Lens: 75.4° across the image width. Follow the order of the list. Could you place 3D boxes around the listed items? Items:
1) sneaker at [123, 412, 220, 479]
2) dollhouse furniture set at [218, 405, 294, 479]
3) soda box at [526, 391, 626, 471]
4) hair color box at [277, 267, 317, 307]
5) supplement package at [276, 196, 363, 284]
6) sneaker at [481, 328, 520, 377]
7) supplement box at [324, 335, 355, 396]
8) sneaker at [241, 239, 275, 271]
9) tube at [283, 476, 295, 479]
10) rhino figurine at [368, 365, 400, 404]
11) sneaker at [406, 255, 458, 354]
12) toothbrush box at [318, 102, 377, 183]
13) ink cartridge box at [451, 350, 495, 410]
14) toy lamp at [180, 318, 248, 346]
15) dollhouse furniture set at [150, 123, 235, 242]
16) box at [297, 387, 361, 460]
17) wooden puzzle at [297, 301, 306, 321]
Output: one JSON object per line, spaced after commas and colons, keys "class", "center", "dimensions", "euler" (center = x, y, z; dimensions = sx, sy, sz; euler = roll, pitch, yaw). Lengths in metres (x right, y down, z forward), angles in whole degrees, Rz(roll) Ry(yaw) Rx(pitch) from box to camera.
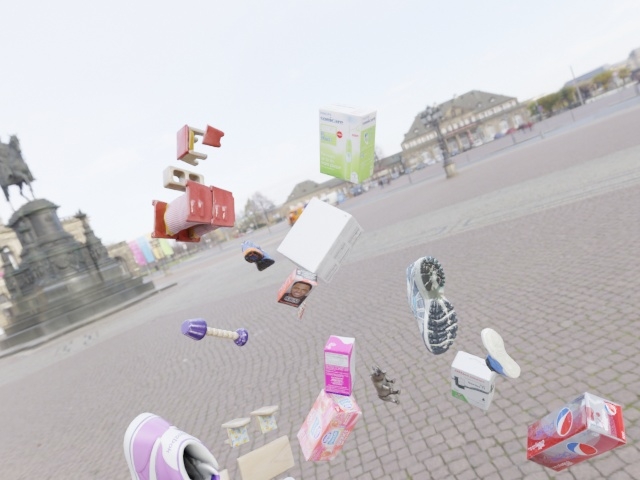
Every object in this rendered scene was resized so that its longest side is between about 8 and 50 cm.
{"class": "sneaker", "center": [-0.251, 0.453, 0.752], "dimensions": [0.161, 0.282, 0.102], "euler": [8, 32, 23]}
{"class": "dollhouse furniture set", "center": [-0.247, 0.833, 1.472], "dimensions": [0.394, 0.362, 0.256], "euler": [-7, -15, -40]}
{"class": "soda box", "center": [0.598, 0.465, 0.989], "dimensions": [0.263, 0.084, 0.092], "euler": [101, -168, -49]}
{"class": "hair color box", "center": [-0.070, 0.143, 1.230], "dimensions": [0.072, 0.043, 0.141], "euler": [18, -44, -18]}
{"class": "supplement package", "center": [0.000, 0.000, 1.620], "dimensions": [0.204, 0.145, 0.261], "euler": [29, 81, 34]}
{"class": "sneaker", "center": [0.482, 0.314, 1.156], "dimensions": [0.058, 0.152, 0.084], "euler": [-37, 0, -19]}
{"class": "supplement box", "center": [0.084, 0.531, 1.757], "dimensions": [0.114, 0.219, 0.111], "euler": [5, 19, 16]}
{"class": "sneaker", "center": [-0.255, 0.057, 1.701], "dimensions": [0.083, 0.087, 0.221], "euler": [-30, -28, 2]}
{"class": "tube", "center": [-0.070, 0.857, 1.356], "dimensions": [0.052, 0.207, 0.080], "euler": [-22, 29, 0]}
{"class": "rhino figurine", "center": [0.277, 0.633, 1.833], "dimensions": [0.106, 0.243, 0.073], "euler": [0, 39, 34]}
{"class": "sneaker", "center": [0.321, 0.194, 1.233], "dimensions": [0.110, 0.282, 0.122], "euler": [-1, -12, -22]}
{"class": "toothbrush box", "center": [0.109, -0.403, 1.707], "dimensions": [0.206, 0.283, 0.122], "euler": [22, 38, 31]}
{"class": "ink cartridge box", "center": [0.611, 0.561, 1.658], "dimensions": [0.153, 0.208, 0.087], "euler": [15, 44, 34]}
{"class": "toy lamp", "center": [-0.380, 0.332, 1.498], "dimensions": [0.080, 0.080, 0.275], "euler": [-19, -26, 28]}
{"class": "dollhouse furniture set", "center": [-0.375, -0.192, 1.202], "dimensions": [0.201, 0.373, 0.152], "euler": [-20, -21, 39]}
{"class": "box", "center": [0.034, 0.822, 1.845], "dimensions": [0.154, 0.299, 0.142], "euler": [16, 20, -29]}
{"class": "wooden puzzle", "center": [-0.076, 0.278, 1.613], "dimensions": [0.006, 0.083, 0.049], "euler": [18, 1, -16]}
